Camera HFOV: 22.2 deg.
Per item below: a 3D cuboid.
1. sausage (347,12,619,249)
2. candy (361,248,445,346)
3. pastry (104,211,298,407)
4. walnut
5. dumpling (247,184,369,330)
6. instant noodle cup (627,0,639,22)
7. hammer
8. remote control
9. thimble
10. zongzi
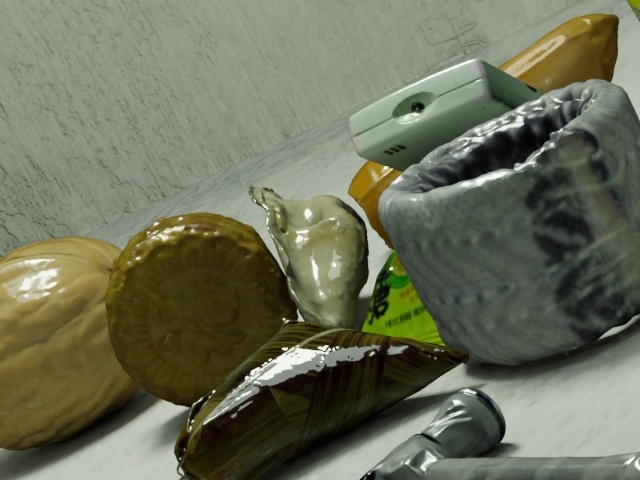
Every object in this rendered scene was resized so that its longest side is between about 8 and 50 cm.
[{"bbox_3d":[0.195,-0.125,1.784,0.354,0.116,0.134,-37,-33,4],"label":"sausage"},{"bbox_3d":[0.106,0.025,1.452,0.149,0.069,0.246,-28,23,47],"label":"candy"},{"bbox_3d":[-0.112,0.066,1.536,0.189,0.188,0.103,-27,16,3],"label":"pastry"},{"bbox_3d":[-0.298,0.109,1.736,0.261,0.225,0.225,-30,8,14],"label":"walnut"},{"bbox_3d":[0.005,0.001,1.581,0.086,0.166,0.332,-27,8,4],"label":"dumpling"},{"bbox_3d":[0.479,-0.309,2.025,0.205,0.153,0.205,-28,8,4],"label":"instant noodle cup"},{"bbox_3d":[0.164,0.122,0.888,0.152,0.044,0.427,-35,12,-35],"label":"hammer"},{"bbox_3d":[0.168,-0.095,1.575,0.145,0.050,0.344,-23,-18,25],"label":"remote control"},{"bbox_3d":[0.169,-0.012,1.254,0.217,0.157,0.245,-30,9,-6],"label":"thimble"},{"bbox_3d":[-0.006,0.133,1.230,0.184,0.084,0.187,1,35,46],"label":"zongzi"}]
